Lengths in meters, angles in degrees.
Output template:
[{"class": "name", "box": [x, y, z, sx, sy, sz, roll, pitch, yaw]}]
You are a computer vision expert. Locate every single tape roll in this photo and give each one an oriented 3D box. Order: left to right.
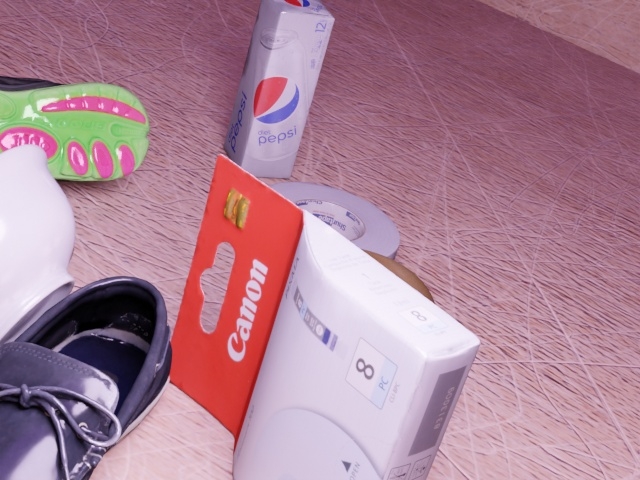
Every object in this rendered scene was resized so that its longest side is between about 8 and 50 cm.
[{"class": "tape roll", "box": [0.000, 0.000, 1.820, 0.219, 0.072, 0.219, 13, 28, -7]}]

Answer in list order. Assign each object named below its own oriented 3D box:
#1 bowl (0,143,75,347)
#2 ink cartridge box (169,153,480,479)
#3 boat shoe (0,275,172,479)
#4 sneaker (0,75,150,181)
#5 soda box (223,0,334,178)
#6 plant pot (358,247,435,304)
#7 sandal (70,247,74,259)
[{"class": "bowl", "box": [-0.361, 0.046, 1.371, 0.134, 0.298, 0.298, 43, 32, 3]}, {"class": "ink cartridge box", "box": [-0.044, 0.132, 1.310, 0.091, 0.308, 0.385, -14, 40, -45]}, {"class": "boat shoe", "box": [-0.285, 0.184, 1.256, 0.187, 0.156, 0.500, 23, 30, 9]}, {"class": "sneaker", "box": [-0.482, -0.157, 1.751, 0.483, 0.185, 0.202, 12, -9, -28]}, {"class": "soda box", "box": [-0.068, -0.242, 1.989, 0.091, 0.286, 0.098, 3, 32, -25]}, {"class": "plant pot", "box": [0.047, 0.109, 1.524, 0.237, 0.237, 0.254, 27, 16, 19]}, {"class": "sandal", "box": [-0.365, -0.022, 1.687, 0.049, 0.072, 0.180, 19, 14, -45]}]
